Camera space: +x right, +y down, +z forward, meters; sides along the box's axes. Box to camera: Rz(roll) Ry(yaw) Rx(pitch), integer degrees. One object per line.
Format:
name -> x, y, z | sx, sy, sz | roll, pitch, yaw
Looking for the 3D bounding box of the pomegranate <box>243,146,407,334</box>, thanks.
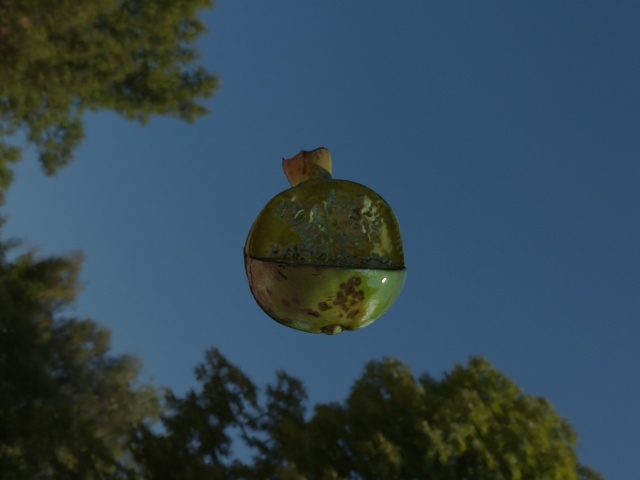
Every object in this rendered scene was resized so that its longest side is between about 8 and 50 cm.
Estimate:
pomegranate -> 0.000, 0.010, 0.920 | 0.122, 0.143, 0.169 | 91, -19, -49
